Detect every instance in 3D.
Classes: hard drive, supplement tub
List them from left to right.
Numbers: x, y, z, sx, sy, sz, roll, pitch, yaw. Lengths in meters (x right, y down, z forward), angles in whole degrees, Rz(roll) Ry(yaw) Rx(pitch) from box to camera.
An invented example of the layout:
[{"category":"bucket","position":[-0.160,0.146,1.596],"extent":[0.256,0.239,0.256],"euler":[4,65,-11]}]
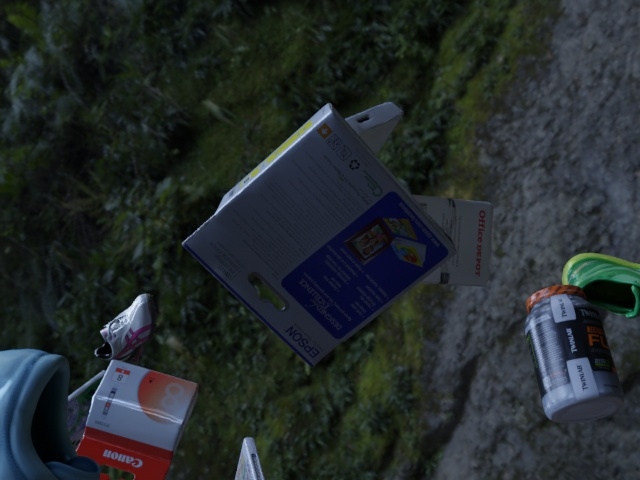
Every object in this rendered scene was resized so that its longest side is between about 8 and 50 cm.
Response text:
[{"category":"hard drive","position":[0.009,-0.104,1.598],"extent":[0.233,0.047,0.353],"euler":[-31,-21,-48]},{"category":"supplement tub","position":[0.379,0.170,1.236],"extent":[0.117,0.117,0.190],"euler":[128,143,-51]}]

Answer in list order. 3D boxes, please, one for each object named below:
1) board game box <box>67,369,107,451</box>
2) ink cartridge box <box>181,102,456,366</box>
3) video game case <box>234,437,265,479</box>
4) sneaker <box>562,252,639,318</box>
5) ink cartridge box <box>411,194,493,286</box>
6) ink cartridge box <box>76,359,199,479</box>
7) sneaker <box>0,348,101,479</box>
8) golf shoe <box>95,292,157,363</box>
[{"category":"board game box","position":[-0.557,0.501,1.613],"extent":[0.390,0.050,0.390],"euler":[-39,-28,-55]},{"category":"ink cartridge box","position":[0.000,0.000,1.273],"extent":[0.307,0.303,0.072],"euler":[-39,19,14]},{"category":"video game case","position":[-0.150,0.559,1.669],"extent":[0.206,0.026,0.227],"euler":[-119,38,-60]},{"category":"sneaker","position":[0.577,0.092,1.425],"extent":[0.123,0.296,0.109],"euler":[-68,-27,-52]},{"category":"ink cartridge box","position":[0.215,0.000,1.633],"extent":[0.100,0.237,0.172],"euler":[-178,92,-70]},{"category":"ink cartridge box","position":[-0.280,0.277,1.217],"extent":[0.045,0.145,0.179],"euler":[100,-173,-49]},{"category":"sneaker","position":[-0.301,0.290,0.837],"extent":[0.135,0.150,0.365],"euler":[21,-121,-78]},{"category":"golf shoe","position":[-0.356,0.167,1.495],"extent":[0.186,0.086,0.067],"euler":[-59,42,37]}]
